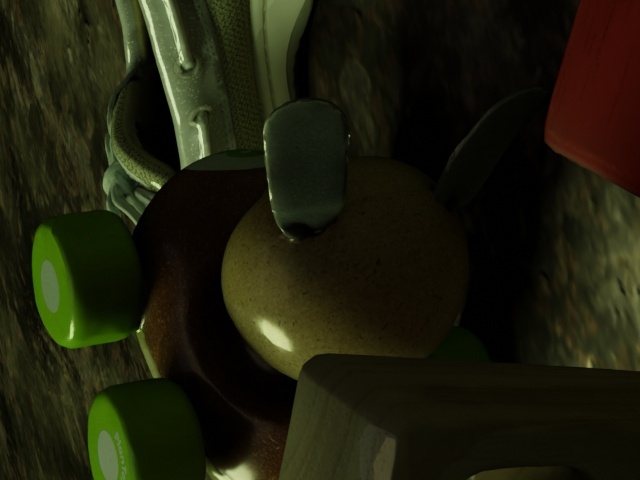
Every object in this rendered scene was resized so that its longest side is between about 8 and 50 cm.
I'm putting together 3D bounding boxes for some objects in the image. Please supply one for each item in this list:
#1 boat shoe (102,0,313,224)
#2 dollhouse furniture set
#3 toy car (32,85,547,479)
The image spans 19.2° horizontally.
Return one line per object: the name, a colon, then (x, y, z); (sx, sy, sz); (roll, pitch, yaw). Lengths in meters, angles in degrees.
boat shoe: (-0.067, -0.078, 0.881); (0.320, 0.103, 0.118); (99, 151, -50)
dollhouse furniture set: (0.068, 0.092, 0.344); (0.201, 0.152, 0.374); (34, 115, 53)
toy car: (0.000, 0.000, 0.680); (0.149, 0.155, 0.188); (67, 150, 26)
